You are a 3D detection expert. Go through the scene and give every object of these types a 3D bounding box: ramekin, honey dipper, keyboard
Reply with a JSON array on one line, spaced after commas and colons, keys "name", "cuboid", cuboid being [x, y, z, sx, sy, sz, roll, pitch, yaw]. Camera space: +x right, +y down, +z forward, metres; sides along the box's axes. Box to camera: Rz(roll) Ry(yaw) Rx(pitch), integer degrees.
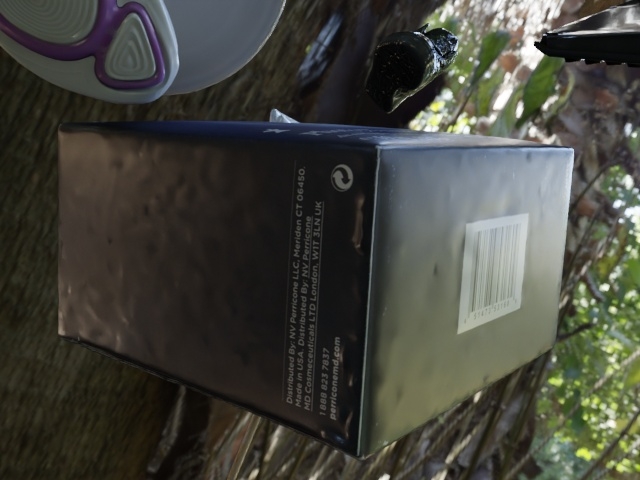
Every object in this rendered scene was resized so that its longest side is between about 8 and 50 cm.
[{"name": "ramekin", "cuboid": [-0.159, -0.295, 0.701, 0.272, 0.273, 0.127, 33, 28, -19]}, {"name": "honey dipper", "cuboid": [-0.085, 0.232, 0.818, 0.030, 0.161, 0.030, 21, 7, -3]}, {"name": "keyboard", "cuboid": [0.303, -0.159, 0.505, 0.201, 0.317, 0.033, 10, -63, 37]}]

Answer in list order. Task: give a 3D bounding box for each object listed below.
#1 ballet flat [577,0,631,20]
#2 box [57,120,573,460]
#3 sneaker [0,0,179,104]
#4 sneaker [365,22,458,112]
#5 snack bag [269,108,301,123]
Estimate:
[{"name": "ballet flat", "cuboid": [0.417, -0.262, 0.686, 0.342, 0.116, 0.124, -6, 12, 32]}, {"name": "box", "cuboid": [0.000, 0.000, 0.557, 0.293, 0.183, 0.296, 9, 11, 37]}, {"name": "sneaker", "cuboid": [-0.221, -0.211, 0.511, 0.305, 0.114, 0.152, 39, 3, -2]}, {"name": "sneaker", "cuboid": [0.089, -0.168, 0.636, 0.051, 0.089, 0.170, 48, -10, -1]}, {"name": "snack bag", "cuboid": [-0.051, 0.013, 0.974, 0.037, 0.343, 0.323, 19, 5, 17]}]
